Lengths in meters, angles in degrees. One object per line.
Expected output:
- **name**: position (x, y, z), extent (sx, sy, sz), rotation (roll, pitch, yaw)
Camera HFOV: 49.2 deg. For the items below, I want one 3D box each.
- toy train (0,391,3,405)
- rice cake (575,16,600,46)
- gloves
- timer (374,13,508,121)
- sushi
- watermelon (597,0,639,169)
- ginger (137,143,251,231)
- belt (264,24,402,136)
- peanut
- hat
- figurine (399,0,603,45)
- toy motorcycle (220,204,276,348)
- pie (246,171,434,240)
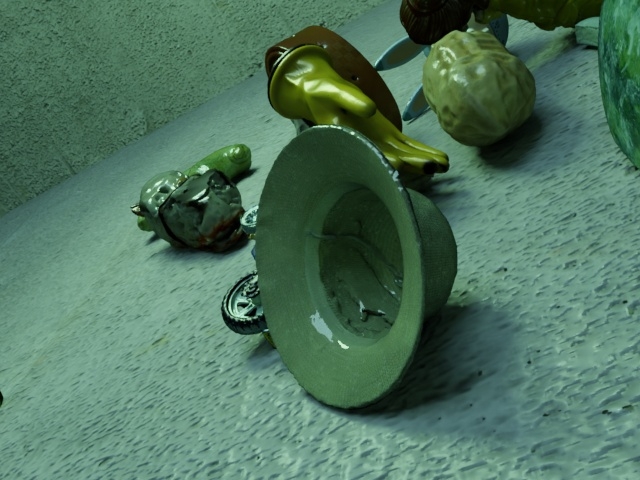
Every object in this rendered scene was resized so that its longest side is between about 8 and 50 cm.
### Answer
- **toy train**: position (-0.526, 0.263, 1.082), extent (0.053, 0.033, 0.083), rotation (-30, 21, -5)
- **rice cake**: position (0.434, -0.288, 0.986), extent (0.045, 0.042, 0.245), rotation (-18, 21, 1)
- **gloves**: position (0.060, -0.161, 0.946), extent (0.133, 0.116, 0.294), rotation (-16, 41, -36)
- **timer**: position (0.233, -0.343, 1.232), extent (0.175, 0.175, 0.255), rotation (-7, 37, 47)
- **sushi**: position (-0.233, -0.058, 1.263), extent (0.124, 0.130, 0.332), rotation (-42, 24, -26)
- **watermelon**: position (0.416, -0.230, 0.678), extent (0.258, 0.387, 0.228), rotation (16, 6, 7)
- **ginger**: position (-0.272, -0.117, 1.509), extent (0.290, 0.089, 0.137), rotation (-33, 29, -7)
- **belt**: position (0.016, -0.236, 1.173), extent (0.105, 0.261, 0.184), rotation (-36, -11, -24)
- **peanut**: position (0.215, -0.216, 0.976), extent (0.140, 0.153, 0.325), rotation (-30, 14, 16)
- **hat**: position (0.054, 0.021, 0.663), extent (0.130, 0.257, 0.257), rotation (-4, 3, -36)
- **figurine**: position (0.278, -0.390, 1.122), extent (0.315, 0.187, 0.168), rotation (-17, 4, -8)
- **toy motorcycle**: position (0.000, 0.000, 0.848), extent (0.169, 0.113, 0.315), rotation (2, 46, 35)
- **pie**: position (0.026, -0.056, 0.997), extent (0.282, 0.068, 0.128), rotation (-24, 23, 8)
